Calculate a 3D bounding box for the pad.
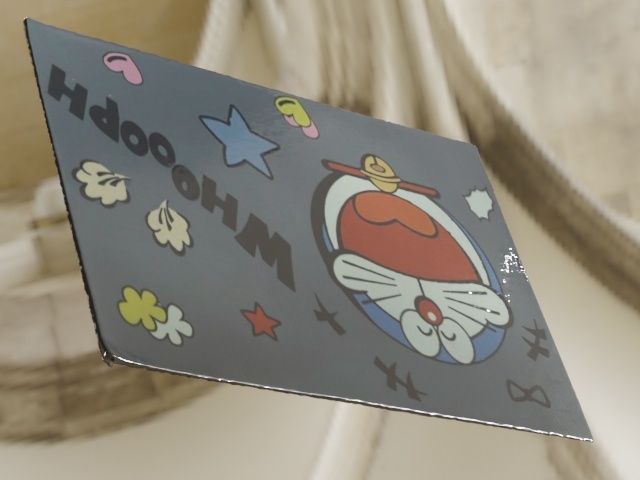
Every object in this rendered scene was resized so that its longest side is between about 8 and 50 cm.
[{"bbox_3d":[0.000,0.000,0.746,0.246,0.170,0.006,14,135,-37],"label":"pad"}]
